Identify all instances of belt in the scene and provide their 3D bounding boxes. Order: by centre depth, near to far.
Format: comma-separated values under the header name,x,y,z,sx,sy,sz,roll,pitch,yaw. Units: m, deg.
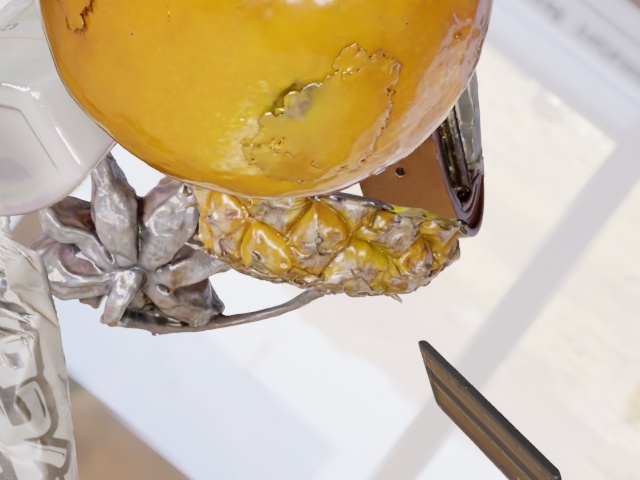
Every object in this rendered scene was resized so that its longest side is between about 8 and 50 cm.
name,x,y,z,sx,sy,sz,roll,pitch,yaw
belt,0.091,-0.126,1.837,0.184,0.105,0.261,-57,-43,-58

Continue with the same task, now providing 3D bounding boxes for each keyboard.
name,x,y,z,sx,sy,sz,roll,pitch,yaw
keyboard,0.195,0.223,1.888,0.381,0.041,0.103,-125,14,-54

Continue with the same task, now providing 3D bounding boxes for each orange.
name,x,y,z,sx,sy,sz,roll,pitch,yaw
orange,-0.030,-0.140,1.010,0.246,0.246,0.246,38,-178,-1

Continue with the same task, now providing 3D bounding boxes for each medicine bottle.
name,x,y,z,sx,sy,sz,roll,pitch,yaw
medicine bottle,-0.169,-0.157,1.442,0.179,0.324,0.124,-11,122,38

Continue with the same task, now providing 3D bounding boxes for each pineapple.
name,x,y,z,sx,sy,sz,roll,pitch,yaw
pineapple,0.000,0.000,1.347,0.224,0.076,0.225,10,178,0

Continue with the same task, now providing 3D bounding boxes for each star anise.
name,x,y,z,sx,sy,sz,roll,pitch,yaw
star anise,-0.194,0.017,2.248,0.316,0.359,0.139,73,-173,-47

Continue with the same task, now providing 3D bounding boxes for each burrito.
name,x,y,z,sx,sy,sz,roll,pitch,yaw
burrito,-0.297,0.176,1.793,0.139,0.446,0.101,1,-166,16
